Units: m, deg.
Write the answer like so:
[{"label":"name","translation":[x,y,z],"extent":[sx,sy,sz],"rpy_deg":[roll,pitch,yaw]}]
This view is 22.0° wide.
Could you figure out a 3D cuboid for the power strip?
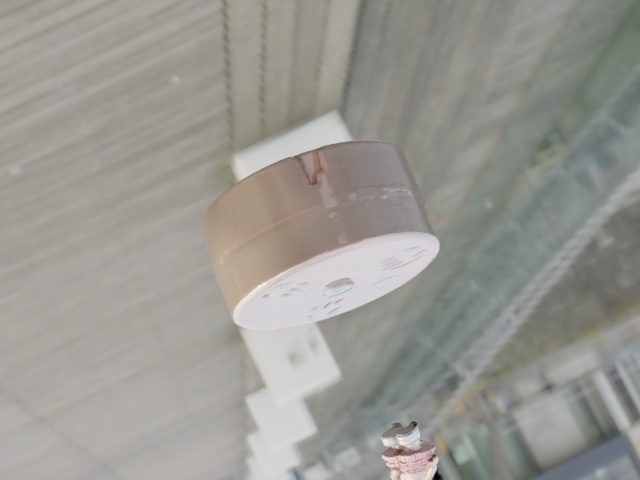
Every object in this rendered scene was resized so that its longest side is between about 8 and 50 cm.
[{"label":"power strip","translation":[0.000,0.000,1.112],"extent":[0.154,0.078,0.154],"rpy_deg":[-20,162,-7]}]

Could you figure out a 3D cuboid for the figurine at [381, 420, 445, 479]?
[{"label":"figurine","translation":[0.107,0.247,1.689],"extent":[0.072,0.129,0.054],"rpy_deg":[-10,-167,33]}]
